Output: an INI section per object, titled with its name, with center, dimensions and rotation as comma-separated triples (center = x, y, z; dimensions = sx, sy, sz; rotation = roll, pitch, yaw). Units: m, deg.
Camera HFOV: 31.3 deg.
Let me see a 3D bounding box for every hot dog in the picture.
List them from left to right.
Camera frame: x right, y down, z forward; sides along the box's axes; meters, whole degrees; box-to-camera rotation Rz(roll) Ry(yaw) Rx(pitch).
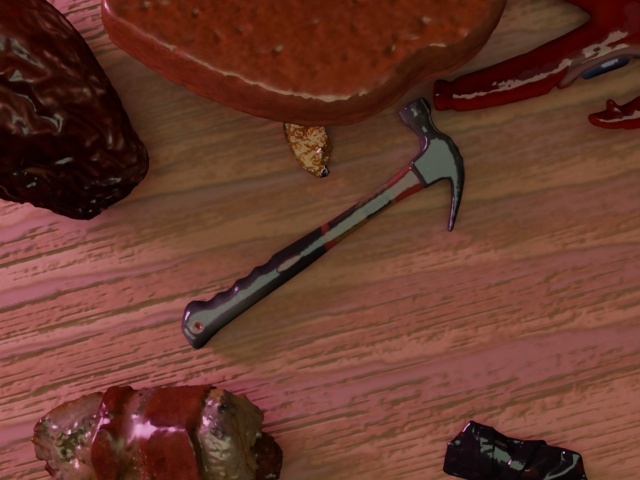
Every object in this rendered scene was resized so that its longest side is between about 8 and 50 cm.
[hot dog]
center = -0.137, 0.185, 0.975
dimensions = 0.213, 0.103, 0.146
rotation = 4, 114, 11

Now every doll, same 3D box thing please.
[doll]
center = 0.282, -0.187, 0.945
dimensions = 0.384, 0.099, 0.188
rotation = -3, 92, 6

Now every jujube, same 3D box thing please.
[jujube]
center = -0.253, -0.112, 0.945
dimensions = 0.236, 0.168, 0.168
rotation = 40, 94, -15

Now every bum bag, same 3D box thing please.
[bum bag]
center = 0.170, 0.194, 0.990
dimensions = 0.125, 0.034, 0.057
rotation = 13, 107, 2

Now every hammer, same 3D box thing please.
[hammer]
center = 0.000, 0.000, 0.991
dimensions = 0.288, 0.033, 0.111
rotation = -34, 90, 4

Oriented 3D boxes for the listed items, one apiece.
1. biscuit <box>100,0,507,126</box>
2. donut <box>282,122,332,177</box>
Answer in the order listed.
[biscuit]
center = 0.022, -0.287, 0.909
dimensions = 0.455, 0.078, 0.349
rotation = -39, 77, -11
[donut]
center = 0.001, -0.100, 0.984
dimensions = 0.067, 0.038, 0.083
rotation = -25, 96, 1
